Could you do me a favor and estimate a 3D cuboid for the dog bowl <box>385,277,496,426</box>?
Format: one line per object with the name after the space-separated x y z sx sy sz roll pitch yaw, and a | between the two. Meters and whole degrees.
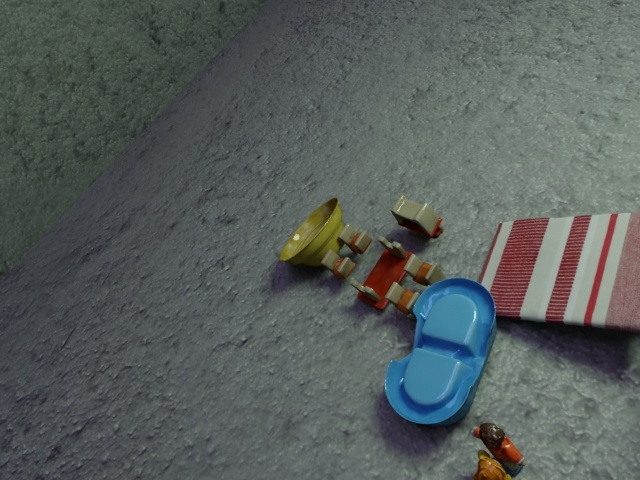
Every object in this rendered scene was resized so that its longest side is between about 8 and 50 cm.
0.242 0.217 0.952 0.166 0.074 0.297 8 63 41 | dog bowl

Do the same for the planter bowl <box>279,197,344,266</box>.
0.000 0.000 1.252 0.217 0.090 0.217 -43 15 14 | planter bowl

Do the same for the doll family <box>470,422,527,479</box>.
0.319 0.374 0.720 0.263 0.163 0.118 17 65 44 | doll family

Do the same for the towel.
0.468 0.055 0.954 0.329 0.037 0.237 -2 54 51 | towel

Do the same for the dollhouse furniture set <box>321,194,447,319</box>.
0.180 0.038 1.152 0.262 0.135 0.259 26 78 40 | dollhouse furniture set
